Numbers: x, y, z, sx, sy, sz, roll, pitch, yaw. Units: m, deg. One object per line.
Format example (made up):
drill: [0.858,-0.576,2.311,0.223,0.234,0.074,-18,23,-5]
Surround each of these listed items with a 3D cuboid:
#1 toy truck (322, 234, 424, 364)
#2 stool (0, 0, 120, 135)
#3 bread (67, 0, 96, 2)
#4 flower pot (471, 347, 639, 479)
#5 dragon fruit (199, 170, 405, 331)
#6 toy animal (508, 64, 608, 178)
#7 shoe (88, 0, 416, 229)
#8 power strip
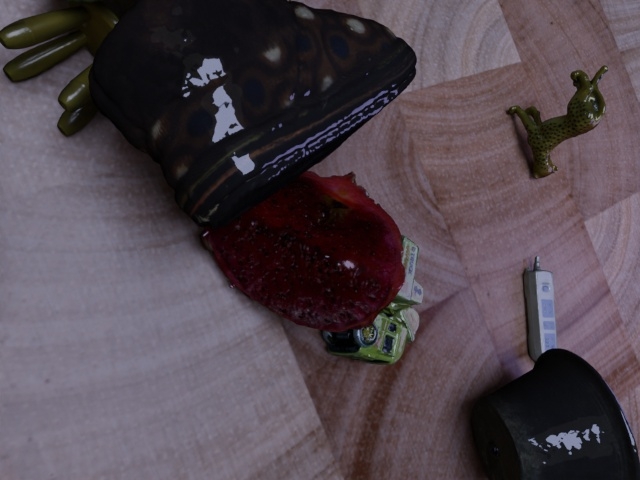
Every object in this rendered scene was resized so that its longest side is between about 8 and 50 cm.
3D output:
toy truck: [0.086,0.080,0.761,0.116,0.085,0.191,26,67,-27]
stool: [-0.273,-0.197,0.605,0.135,0.134,0.110,29,64,29]
bread: [-0.185,-0.356,0.599,0.301,0.301,0.045,-55,141,-25]
flower pot: [0.315,0.285,0.787,0.148,0.235,0.235,-10,85,-11]
dragon fruit: [0.000,0.000,0.700,0.262,0.134,0.211,29,46,17]
toy animal: [0.435,-0.207,0.960,0.073,0.181,0.136,2,66,-47]
shoe: [-0.062,-0.196,0.624,0.384,0.171,0.237,-40,94,-36]
power strip: [0.380,0.120,0.941,0.048,0.030,0.191,7,78,-28]
